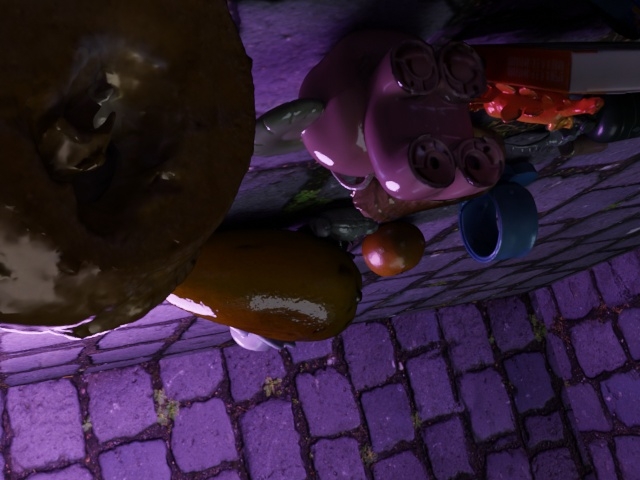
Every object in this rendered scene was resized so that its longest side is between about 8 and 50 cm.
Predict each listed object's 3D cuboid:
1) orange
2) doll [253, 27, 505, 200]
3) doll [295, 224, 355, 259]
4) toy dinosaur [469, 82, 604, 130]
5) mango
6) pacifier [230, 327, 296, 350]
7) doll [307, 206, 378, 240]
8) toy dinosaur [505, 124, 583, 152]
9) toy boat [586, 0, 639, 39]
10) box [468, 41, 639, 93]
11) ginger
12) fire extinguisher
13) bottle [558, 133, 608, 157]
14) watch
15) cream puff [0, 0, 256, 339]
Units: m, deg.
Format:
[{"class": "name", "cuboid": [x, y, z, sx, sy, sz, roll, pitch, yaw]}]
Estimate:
[{"class": "orange", "cuboid": [0.178, 0.023, 1.708, 0.156, 0.124, 0.156, -10, 163, -3]}, {"class": "doll", "cuboid": [0.065, -0.131, 0.849, 0.284, 0.216, 0.268, -2, 169, -29]}, {"class": "doll", "cuboid": [0.000, 0.000, 1.579, 0.139, 0.057, 0.165, -3, 161, 9]}, {"class": "toy dinosaur", "cuboid": [0.258, -0.193, 0.965, 0.117, 0.070, 0.288, 2, -169, -28]}, {"class": "mango", "cuboid": [-0.129, 0.084, 1.459, 0.445, 0.221, 0.301, 11, 165, -13]}, {"class": "pacifier", "cuboid": [-0.148, 0.190, 1.987, 0.233, 0.244, 0.299, -47, 167, 3]}, {"class": "doll", "cuboid": [0.045, -0.036, 1.473, 0.103, 0.072, 0.214, 5, -173, 33]}, {"class": "toy dinosaur", "cuboid": [0.432, -0.193, 1.297, 0.209, 0.039, 0.082, -14, 167, 3]}, {"class": "toy boat", "cuboid": [0.378, -0.292, 0.820, 0.110, 0.091, 0.175, -52, 158, 22]}, {"class": "box", "cuboid": [0.323, -0.206, 0.823, 0.265, 0.048, 0.273, -5, -163, -14]}, {"class": "ginger", "cuboid": [0.182, -0.113, 1.207, 0.275, 0.130, 0.221, -12, 176, -10]}, {"class": "fire extinguisher", "cuboid": [0.535, -0.225, 1.174, 0.311, 0.095, 0.114, -12, 143, -11]}, {"class": "bottle", "cuboid": [0.515, -0.188, 1.381, 0.096, 0.045, 0.045, -9, 165, -23]}, {"class": "watch", "cuboid": [0.355, -0.051, 1.453, 0.211, 0.193, 0.211, -12, 164, -4]}, {"class": "cream puff", "cuboid": [-0.213, -0.099, 0.511, 0.231, 0.327, 0.343, 4, 142, 37]}]
